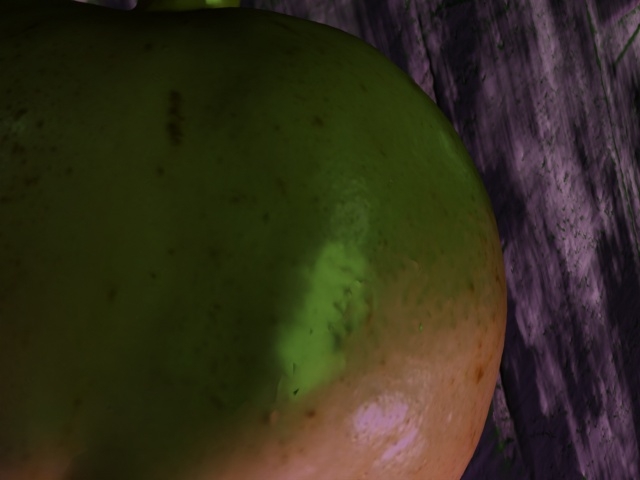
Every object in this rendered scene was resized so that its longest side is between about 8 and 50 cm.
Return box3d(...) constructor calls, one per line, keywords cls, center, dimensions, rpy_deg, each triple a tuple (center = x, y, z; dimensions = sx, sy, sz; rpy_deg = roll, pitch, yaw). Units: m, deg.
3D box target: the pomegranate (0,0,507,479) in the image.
box3d(cls="pomegranate", center=(-0.073, 0.019, 0.684), dimensions=(0.319, 0.319, 0.319), rpy_deg=(4, 85, -57))
